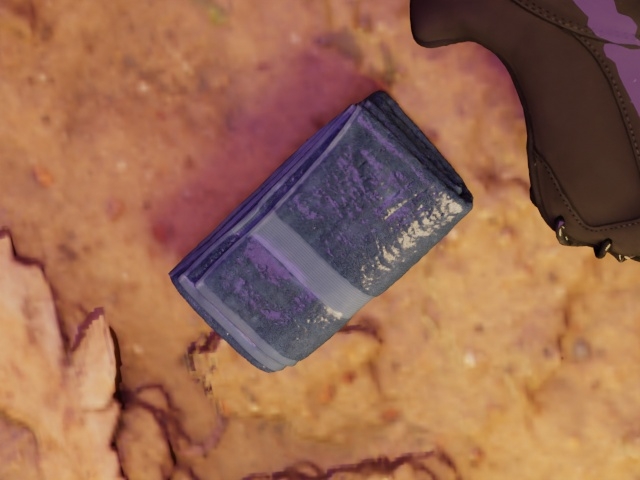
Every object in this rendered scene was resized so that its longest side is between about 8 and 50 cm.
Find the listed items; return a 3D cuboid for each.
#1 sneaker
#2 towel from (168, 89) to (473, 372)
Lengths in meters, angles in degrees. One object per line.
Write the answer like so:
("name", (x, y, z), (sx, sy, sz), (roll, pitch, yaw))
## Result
("sneaker", (0.149, -0.025, 0.503), (0.130, 0.109, 0.286), (-41, 87, 27))
("towel", (0.000, 0.000, 0.572), (0.067, 0.029, 0.119), (45, 111, -6))
